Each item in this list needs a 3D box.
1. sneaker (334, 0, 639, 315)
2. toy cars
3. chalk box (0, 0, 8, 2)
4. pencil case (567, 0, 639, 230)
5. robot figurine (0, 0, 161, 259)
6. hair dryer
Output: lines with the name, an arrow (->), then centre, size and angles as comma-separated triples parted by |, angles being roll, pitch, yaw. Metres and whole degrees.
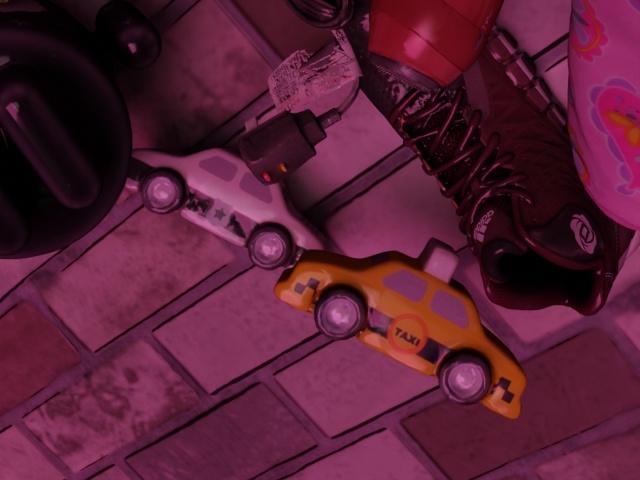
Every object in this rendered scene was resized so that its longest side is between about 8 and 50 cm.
sneaker -> 0.111, -0.056, 0.790 | 0.281, 0.162, 0.106 | 39, 127, -5
toy cars -> 0.000, 0.000, 0.856 | 0.393, 0.176, 0.087 | 32, 97, 40
chalk box -> -0.267, -0.293, 0.814 | 0.132, 0.132, 0.213 | 5, 123, 19
pencil case -> 0.209, -0.122, 0.672 | 0.124, 0.124, 0.284 | 9, 152, 17
robot figurine -> -0.233, -0.093, 0.845 | 0.209, 0.278, 0.174 | 3, 110, -17
hair dryer -> 0.025, -0.192, 0.756 | 0.293, 0.080, 0.224 | -27, 76, 18
